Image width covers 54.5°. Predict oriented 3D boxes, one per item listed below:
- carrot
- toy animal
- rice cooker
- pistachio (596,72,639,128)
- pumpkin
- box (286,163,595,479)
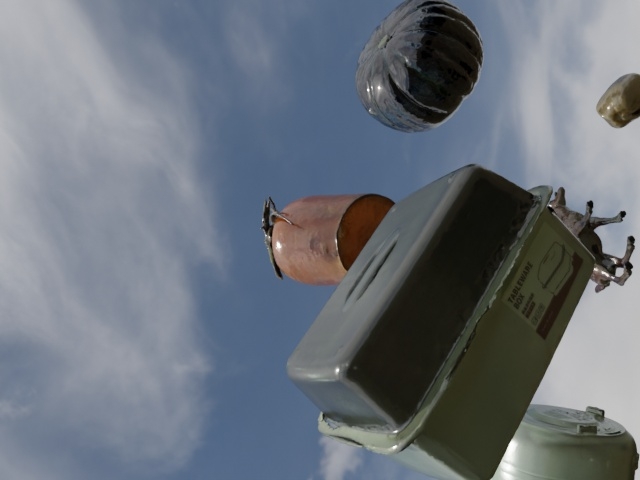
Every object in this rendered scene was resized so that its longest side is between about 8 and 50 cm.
[{"bbox_3d":[0.000,0.000,1.314,0.214,0.331,0.193,-1,-89,-51],"label":"carrot"},{"bbox_3d":[0.517,-0.010,1.254,0.087,0.260,0.243,-13,-100,-7],"label":"toy animal"},{"bbox_3d":[0.367,0.380,0.960,0.226,0.226,0.244,9,-97,-50],"label":"rice cooker"},{"bbox_3d":[0.725,-0.336,1.482,0.149,0.113,0.113,-53,-46,-33],"label":"pistachio"},{"bbox_3d":[0.260,-0.467,1.663,0.266,0.363,0.363,24,-99,-26],"label":"pumpkin"},{"bbox_3d":[0.110,0.078,0.609,0.166,0.220,0.290,39,-111,-9],"label":"box"}]
